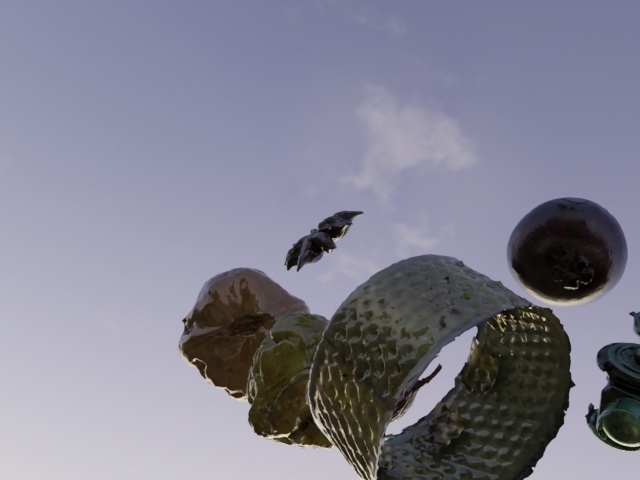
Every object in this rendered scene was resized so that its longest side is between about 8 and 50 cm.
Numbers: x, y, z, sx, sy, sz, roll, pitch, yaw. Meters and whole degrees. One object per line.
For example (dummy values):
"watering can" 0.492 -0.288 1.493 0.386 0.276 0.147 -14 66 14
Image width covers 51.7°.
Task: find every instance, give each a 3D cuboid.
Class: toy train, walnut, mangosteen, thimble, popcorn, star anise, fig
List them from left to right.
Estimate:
"walnut" -0.195 0.259 1.761 0.384 0.383 0.383 19 -49 23
"popcorn" -0.013 0.299 1.381 0.282 0.247 0.281 -5 -55 -7
"star anise" 0.000 0.000 1.457 0.205 0.180 0.061 -33 -75 22
"fig" 0.183 0.343 1.500 0.201 0.133 0.146 -13 -69 25
"thimble" 0.130 0.162 0.721 0.150 0.271 0.270 37 -35 51
"mangosteen" 0.426 0.018 1.150 0.210 0.210 0.209 19 -49 23
"toy train" 0.530 0.226 0.959 0.238 0.299 0.166 23 -55 35
